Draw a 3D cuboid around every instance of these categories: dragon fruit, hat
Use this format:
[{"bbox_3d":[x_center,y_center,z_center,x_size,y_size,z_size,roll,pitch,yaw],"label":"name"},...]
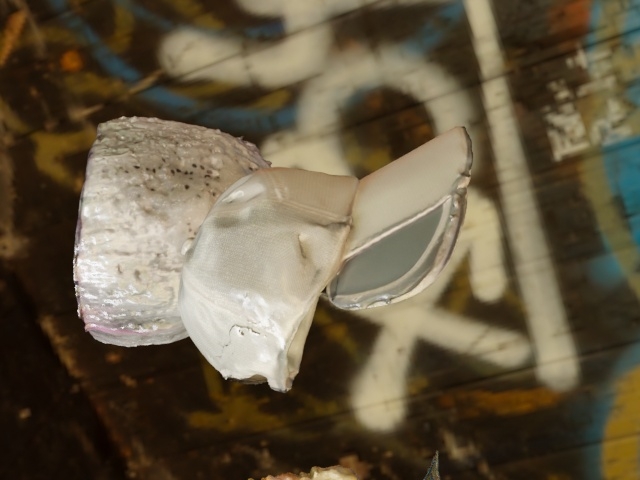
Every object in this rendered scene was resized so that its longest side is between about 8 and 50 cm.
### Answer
[{"bbox_3d":[-0.164,0.015,1.631,0.283,0.221,0.204,93,178,-46],"label":"dragon fruit"},{"bbox_3d":[0.009,-0.003,1.102,0.161,0.275,0.232,54,179,-3],"label":"hat"}]

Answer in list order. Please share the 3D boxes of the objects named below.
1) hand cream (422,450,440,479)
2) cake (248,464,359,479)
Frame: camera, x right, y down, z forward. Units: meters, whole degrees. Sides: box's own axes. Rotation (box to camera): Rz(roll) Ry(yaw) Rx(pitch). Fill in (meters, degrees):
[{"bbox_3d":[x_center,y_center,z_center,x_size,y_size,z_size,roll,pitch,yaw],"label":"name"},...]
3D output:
[{"bbox_3d":[0.085,0.291,1.442,0.163,0.039,0.062,-40,-51,-36],"label":"hand cream"},{"bbox_3d":[-0.093,0.481,1.934,0.314,0.307,0.293,127,127,-64],"label":"cake"}]
